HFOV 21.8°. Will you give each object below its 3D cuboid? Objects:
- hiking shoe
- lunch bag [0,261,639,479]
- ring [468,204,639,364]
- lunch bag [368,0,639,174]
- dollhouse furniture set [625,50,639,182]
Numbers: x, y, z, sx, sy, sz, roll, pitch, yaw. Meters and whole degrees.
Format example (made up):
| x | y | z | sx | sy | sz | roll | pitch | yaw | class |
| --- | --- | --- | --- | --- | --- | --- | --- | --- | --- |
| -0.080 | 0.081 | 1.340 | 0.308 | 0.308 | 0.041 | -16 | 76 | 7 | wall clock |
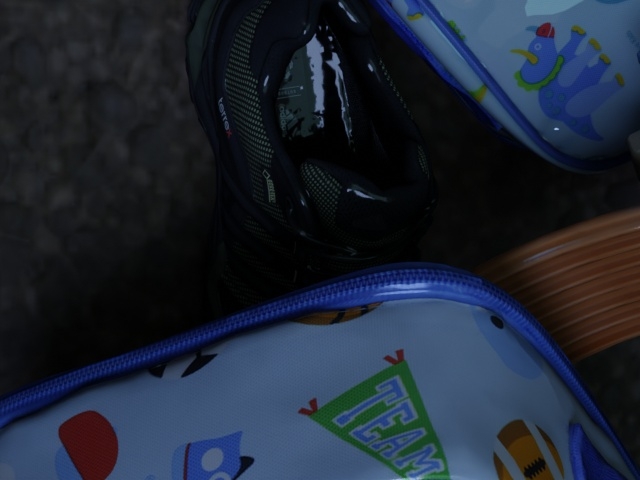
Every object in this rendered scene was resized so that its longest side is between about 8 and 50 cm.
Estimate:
| x | y | z | sx | sy | sz | roll | pitch | yaw | class |
| --- | --- | --- | --- | --- | --- | --- | --- | --- | --- |
| 0.000 | 0.000 | 0.658 | 0.086 | 0.114 | 0.227 | -16 | 102 | -16 | hiking shoe |
| 0.027 | 0.145 | 0.607 | 0.243 | 0.115 | 0.303 | -22 | 133 | 19 | lunch bag |
| 0.172 | 0.101 | 0.654 | 0.337 | 0.336 | 0.032 | 21 | 45 | -21 | ring |
| 0.089 | -0.146 | 0.678 | 0.176 | 0.090 | 0.219 | -44 | 109 | 0 | lunch bag |
| 0.301 | 0.009 | 0.678 | 0.303 | 0.198 | 0.286 | -27 | 148 | 3 | dollhouse furniture set |
